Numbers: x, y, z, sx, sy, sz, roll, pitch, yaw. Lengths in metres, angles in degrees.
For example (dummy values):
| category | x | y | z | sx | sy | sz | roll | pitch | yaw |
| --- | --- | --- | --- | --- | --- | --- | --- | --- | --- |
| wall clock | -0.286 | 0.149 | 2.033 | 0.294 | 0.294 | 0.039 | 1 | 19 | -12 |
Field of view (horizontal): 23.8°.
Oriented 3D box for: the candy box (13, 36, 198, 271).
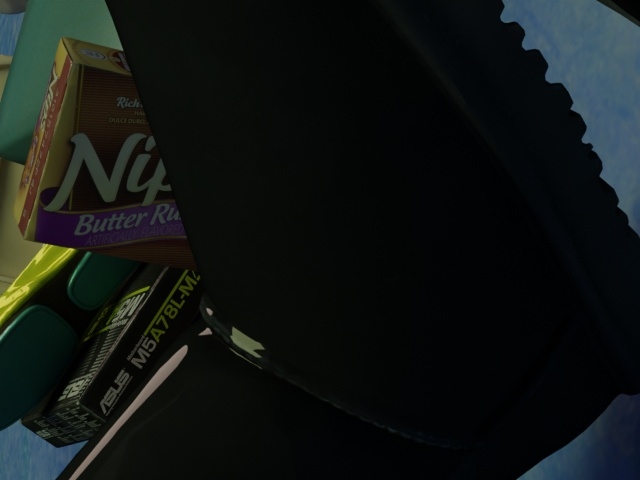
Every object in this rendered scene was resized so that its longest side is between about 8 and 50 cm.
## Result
| category | x | y | z | sx | sy | sz | roll | pitch | yaw |
| --- | --- | --- | --- | --- | --- | --- | --- | --- | --- |
| candy box | -0.072 | -0.041 | 0.878 | 0.109 | 0.186 | 0.053 | -70 | 25 | 19 |

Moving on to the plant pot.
| category | x | y | z | sx | sy | sz | roll | pitch | yaw |
| --- | --- | --- | --- | --- | --- | --- | --- | --- | --- |
| plant pot | -0.117 | -0.134 | 1.127 | 0.234 | 0.165 | 0.166 | -12 | 62 | 62 |

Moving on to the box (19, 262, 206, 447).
| category | x | y | z | sx | sy | sz | roll | pitch | yaw |
| --- | --- | --- | --- | --- | --- | --- | --- | --- | --- |
| box | -0.144 | 0.067 | 1.153 | 0.184 | 0.045 | 0.190 | -56 | 13 | -21 |

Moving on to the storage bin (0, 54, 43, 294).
| category | x | y | z | sx | sy | sz | roll | pitch | yaw |
| --- | --- | --- | --- | --- | --- | --- | --- | --- | --- |
| storage bin | -0.262 | -0.006 | 1.327 | 0.262 | 0.123 | 0.260 | 93 | -177 | -78 |

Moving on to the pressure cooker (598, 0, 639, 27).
| category | x | y | z | sx | sy | sz | roll | pitch | yaw |
| --- | --- | --- | --- | --- | --- | --- | --- | --- | --- |
| pressure cooker | 0.112 | -0.268 | 0.444 | 0.420 | 0.375 | 0.370 | 51 | 125 | 58 |

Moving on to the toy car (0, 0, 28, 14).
| category | x | y | z | sx | sy | sz | roll | pitch | yaw |
| --- | --- | --- | --- | --- | --- | --- | --- | --- | --- |
| toy car | -0.255 | -0.271 | 1.506 | 0.136 | 0.182 | 0.159 | 121 | 171 | -69 |

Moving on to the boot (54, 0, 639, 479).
| category | x | y | z | sx | sy | sz | roll | pitch | yaw |
| --- | --- | --- | --- | --- | --- | --- | --- | --- | --- |
| boot | -0.090 | 0.103 | 0.541 | 0.445 | 0.367 | 0.146 | -46 | 40 | -4 |

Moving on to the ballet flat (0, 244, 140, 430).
| category | x | y | z | sx | sy | sz | roll | pitch | yaw |
| --- | --- | --- | --- | --- | --- | --- | --- | --- | --- |
| ballet flat | -0.206 | 0.045 | 1.140 | 0.077 | 0.077 | 0.231 | 21 | 67 | 43 |
